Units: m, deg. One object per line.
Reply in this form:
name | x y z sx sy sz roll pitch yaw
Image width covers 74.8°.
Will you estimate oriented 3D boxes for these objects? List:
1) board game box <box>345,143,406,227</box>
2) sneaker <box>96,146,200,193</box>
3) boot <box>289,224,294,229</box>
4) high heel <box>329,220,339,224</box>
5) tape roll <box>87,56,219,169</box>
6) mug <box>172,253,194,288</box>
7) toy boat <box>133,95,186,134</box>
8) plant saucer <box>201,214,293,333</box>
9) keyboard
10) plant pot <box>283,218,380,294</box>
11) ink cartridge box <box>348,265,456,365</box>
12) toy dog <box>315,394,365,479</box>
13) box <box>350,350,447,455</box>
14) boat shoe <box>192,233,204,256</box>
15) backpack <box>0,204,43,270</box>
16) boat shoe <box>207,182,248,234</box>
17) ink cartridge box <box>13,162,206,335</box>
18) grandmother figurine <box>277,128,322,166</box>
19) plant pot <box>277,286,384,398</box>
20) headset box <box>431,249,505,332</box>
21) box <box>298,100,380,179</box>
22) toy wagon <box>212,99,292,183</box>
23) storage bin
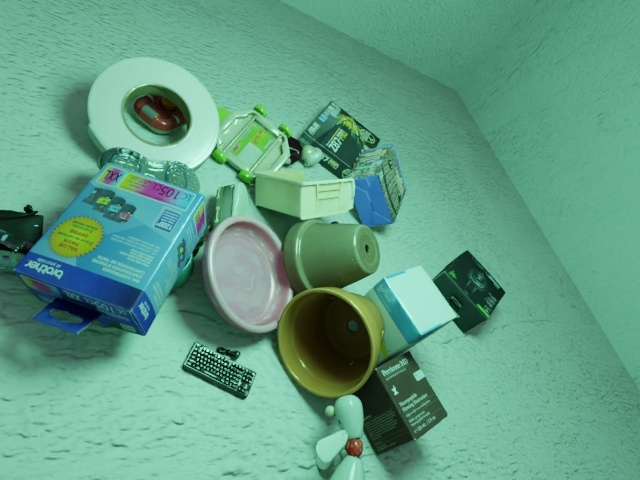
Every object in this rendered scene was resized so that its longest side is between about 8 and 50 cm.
board game box | 0.243 -0.232 1.765 0.232 0.141 0.291 66 32 -28
sneaker | -0.484 -0.192 1.197 0.297 0.129 0.111 21 85 -45
boot | -0.065 0.005 1.475 0.106 0.037 0.114 13 43 -12
high heel | 0.000 0.000 1.499 0.117 0.082 0.244 36 53 -22
tape roll | -0.515 -0.380 1.314 0.391 0.072 0.393 6 77 -28
mug | -0.411 0.055 1.104 0.157 0.097 0.129 34 57 14
toy boat | -0.524 -0.483 1.455 0.151 0.151 0.231 39 41 -4
plant saucer | -0.208 0.097 1.174 0.332 0.084 0.333 34 47 -46
keyboard | -0.249 0.317 1.070 0.180 0.023 0.108 32 41 -12
plant pot | 0.052 0.045 1.288 0.263 0.229 0.263 25 58 -48
ink cartridge box | 0.232 0.246 1.318 0.198 0.270 0.197 -11 61 -43
toy dog | 0.025 0.551 0.980 0.160 0.220 0.334 0 40 1
box | 0.210 0.460 1.192 0.168 0.167 0.203 -10 62 -43
boat shoe | -0.458 -0.080 1.189 0.307 0.104 0.111 35 42 -7
backpack | -0.716 -0.001 0.912 0.181 0.115 0.152 5 40 -34
boat shoe | -0.294 -0.045 1.299 0.091 0.109 0.305 -3 59 10
ink cartridge box | -0.467 0.037 0.959 0.269 0.151 0.396 18 57 3
grandmother figurine | -0.148 -0.386 1.708 0.342 0.104 0.208 14 56 -25
plant pot | 0.052 0.264 1.181 0.291 0.291 0.203 54 25 15
headset box | 0.602 0.209 1.747 0.283 0.131 0.246 -26 73 -47
box | 0.096 -0.462 1.965 0.318 0.097 0.395 35 42 -5
toy wagon | -0.280 -0.381 1.547 0.344 0.068 0.267 37 69 -4
storage bin | -0.055 -0.170 1.463 0.260 0.123 0.262 -13 22 -43
